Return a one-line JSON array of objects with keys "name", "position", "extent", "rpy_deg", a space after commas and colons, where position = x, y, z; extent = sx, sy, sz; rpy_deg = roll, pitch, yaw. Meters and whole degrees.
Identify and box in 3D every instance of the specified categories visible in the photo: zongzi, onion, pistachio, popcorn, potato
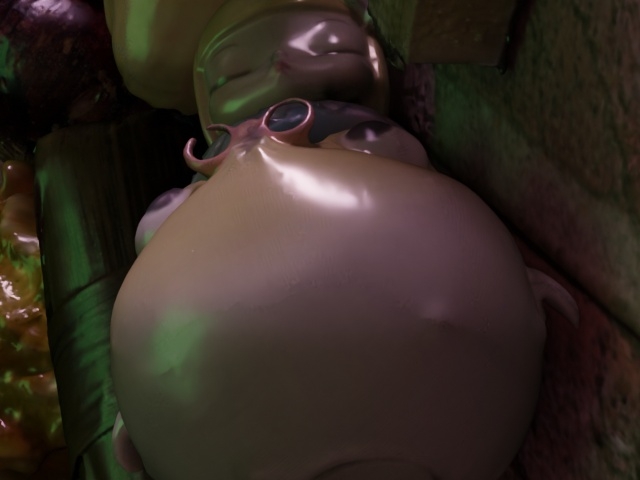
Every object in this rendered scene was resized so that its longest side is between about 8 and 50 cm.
[{"name": "zongzi", "position": [-0.075, 0.088, 0.966], "extent": [0.300, 0.138, 0.286], "rpy_deg": [56, -162, -66]}, {"name": "onion", "position": [-0.208, -0.138, 1.294], "extent": [0.190, 0.246, 0.246], "rpy_deg": [-69, 14, -16]}, {"name": "pistachio", "position": [-0.092, -0.193, 1.136], "extent": [0.145, 0.117, 0.200], "rpy_deg": [12, 95, 32]}, {"name": "popcorn", "position": [-0.219, 0.105, 1.180], "extent": [0.321, 0.326, 0.290], "rpy_deg": [-126, 19, -45]}, {"name": "potato", "position": [0.058, -0.143, 0.772], "extent": [0.122, 0.061, 0.086], "rpy_deg": [-112, 27, -49]}]

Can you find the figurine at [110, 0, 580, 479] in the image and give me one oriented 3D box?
[{"name": "figurine", "position": [0.000, 0.000, 0.813], "extent": [0.394, 0.226, 0.274], "rpy_deg": [-101, -7, -46]}]
